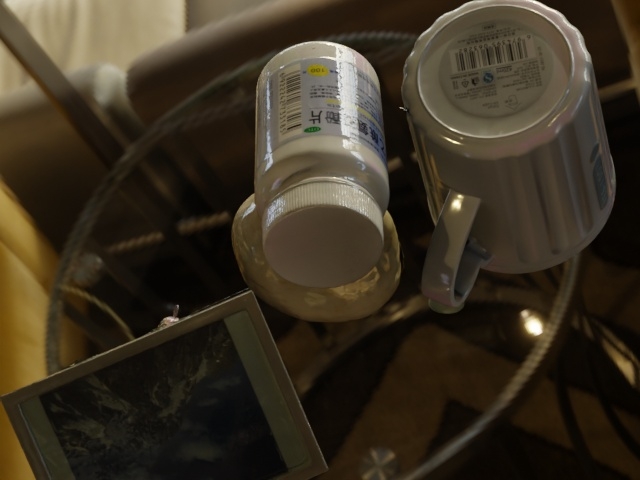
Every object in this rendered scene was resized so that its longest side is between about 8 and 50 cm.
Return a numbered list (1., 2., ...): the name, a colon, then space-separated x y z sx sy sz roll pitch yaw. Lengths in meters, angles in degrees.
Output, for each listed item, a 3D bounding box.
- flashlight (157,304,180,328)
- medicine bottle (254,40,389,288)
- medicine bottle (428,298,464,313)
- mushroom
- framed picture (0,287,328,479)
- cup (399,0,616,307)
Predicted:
1. flashlight: -0.190 0.128 1.582 0.031 0.110 0.052 11 39 -19
2. medicine bottle: 0.000 -0.061 1.013 0.102 0.103 0.187 -17 43 15
3. medicine bottle: 0.162 0.049 1.688 0.047 0.047 0.083 -11 47 19
4. mushroom: 0.000 0.000 1.132 0.154 0.154 0.122 2 54 28
5. framed picture: -0.157 0.195 1.334 0.281 0.209 0.019 -24 4 -1
6. cup: 0.156 -0.064 1.078 0.166 0.202 0.221 -8 63 12
